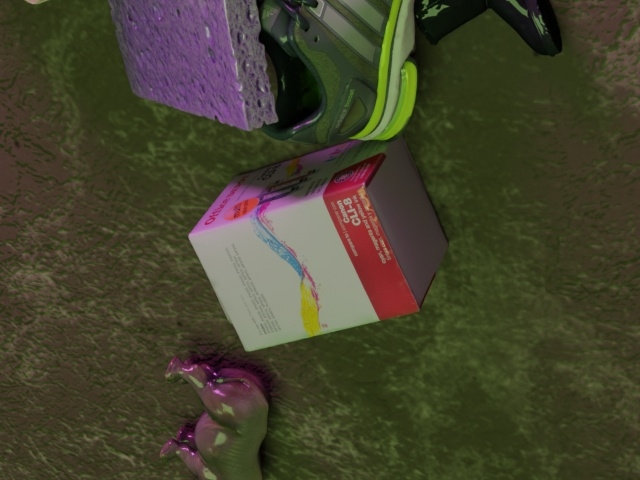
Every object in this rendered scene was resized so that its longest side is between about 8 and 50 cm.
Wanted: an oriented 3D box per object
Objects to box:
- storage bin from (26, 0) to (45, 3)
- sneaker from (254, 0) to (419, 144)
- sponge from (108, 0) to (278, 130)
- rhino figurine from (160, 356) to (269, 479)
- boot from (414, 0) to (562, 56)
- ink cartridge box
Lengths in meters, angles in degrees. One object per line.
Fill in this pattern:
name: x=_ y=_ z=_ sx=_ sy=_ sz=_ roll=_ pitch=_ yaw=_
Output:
storage bin: x=-0.228 y=-0.342 z=0.888 sx=0.260 sy=0.123 sz=0.262 roll=43 pitch=149 yaw=-8
sneaker: x=0.008 y=-0.202 z=0.927 sx=0.111 sy=0.121 sz=0.299 roll=29 pitch=131 yaw=46
sponge: x=-0.112 y=-0.164 z=0.994 sx=0.210 sy=0.031 sz=0.117 roll=23 pitch=130 yaw=52
rhino figurine: x=-0.108 y=0.225 z=1.257 sx=0.106 sy=0.073 sz=0.243 roll=16 pitch=123 yaw=13
boot: x=0.127 y=-0.186 z=0.962 sx=0.099 sy=0.045 sz=0.121 roll=-23 pitch=102 yaw=26
ink cartridge box: x=0.000 y=0.000 z=1.059 sx=0.176 sy=0.128 sz=0.127 roll=-16 pitch=112 yaw=25
